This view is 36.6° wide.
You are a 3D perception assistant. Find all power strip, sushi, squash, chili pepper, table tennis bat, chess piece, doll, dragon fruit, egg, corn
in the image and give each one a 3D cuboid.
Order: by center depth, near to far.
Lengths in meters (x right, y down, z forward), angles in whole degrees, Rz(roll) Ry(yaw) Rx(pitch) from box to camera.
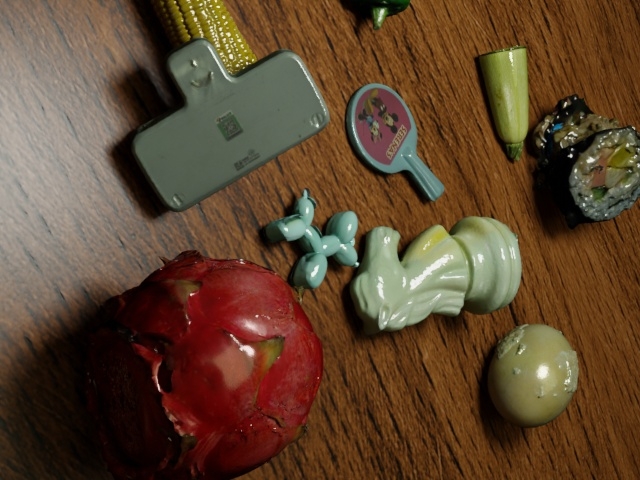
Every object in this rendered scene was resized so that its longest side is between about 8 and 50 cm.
[{"bbox_3d":[-0.146,0.162,1.207,0.301,0.295,0.296,-22,100,-57],"label":"dragon fruit"},{"bbox_3d":[-0.138,-0.179,1.311,0.265,0.059,0.194,-30,108,-2],"label":"power strip"},{"bbox_3d":[-0.149,-0.260,1.379,0.106,0.106,0.305,-40,107,-38],"label":"corn"},{"bbox_3d":[0.000,0.000,1.505,0.159,0.059,0.158,55,53,-21],"label":"doll"},{"bbox_3d":[0.176,0.054,1.618,0.298,0.175,0.176,-8,90,-30],"label":"chess piece"},{"bbox_3d":[0.098,-0.483,1.638,0.136,0.099,0.271,25,59,-64],"label":"chili pepper"},{"bbox_3d":[0.132,-0.162,1.667,0.244,0.040,0.153,48,55,-22],"label":"table tennis bat"},{"bbox_3d":[0.385,0.245,1.761,0.164,0.164,0.201,44,54,-29],"label":"egg"},{"bbox_3d":[0.365,-0.261,1.870,0.094,0.094,0.224,-22,107,-42],"label":"squash"},{"bbox_3d":[0.527,-0.163,1.932,0.225,0.219,0.238,-29,137,-6],"label":"sushi"}]
